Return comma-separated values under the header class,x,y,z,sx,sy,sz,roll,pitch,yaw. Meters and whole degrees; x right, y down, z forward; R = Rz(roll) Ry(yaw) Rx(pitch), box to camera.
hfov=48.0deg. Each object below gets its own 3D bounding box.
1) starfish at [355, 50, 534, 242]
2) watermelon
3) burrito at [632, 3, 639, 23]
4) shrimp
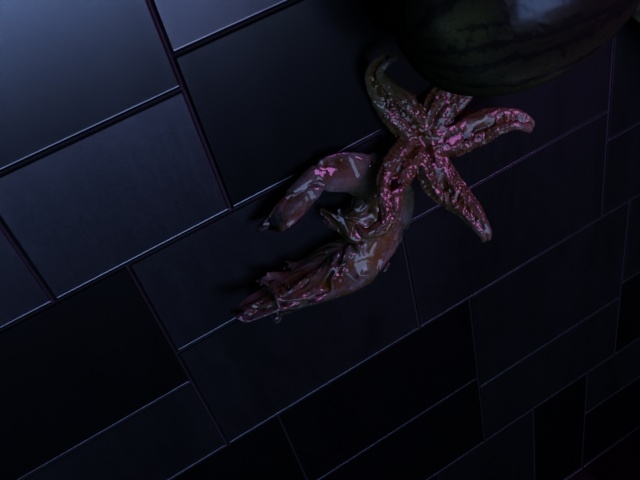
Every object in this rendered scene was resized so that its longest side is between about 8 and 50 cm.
class,x,y,z,sx,sy,sz,roll,pitch,yaw
starfish,0.170,-0.154,1.083,0.327,0.094,0.375,34,83,-28
watermelon,0.250,-0.336,0.885,0.359,0.279,0.279,-31,134,-10
burrito,0.599,-0.404,1.175,0.331,0.135,0.190,21,112,-43
shrimp,0.000,0.000,1.108,0.360,0.085,0.247,-36,128,-14
